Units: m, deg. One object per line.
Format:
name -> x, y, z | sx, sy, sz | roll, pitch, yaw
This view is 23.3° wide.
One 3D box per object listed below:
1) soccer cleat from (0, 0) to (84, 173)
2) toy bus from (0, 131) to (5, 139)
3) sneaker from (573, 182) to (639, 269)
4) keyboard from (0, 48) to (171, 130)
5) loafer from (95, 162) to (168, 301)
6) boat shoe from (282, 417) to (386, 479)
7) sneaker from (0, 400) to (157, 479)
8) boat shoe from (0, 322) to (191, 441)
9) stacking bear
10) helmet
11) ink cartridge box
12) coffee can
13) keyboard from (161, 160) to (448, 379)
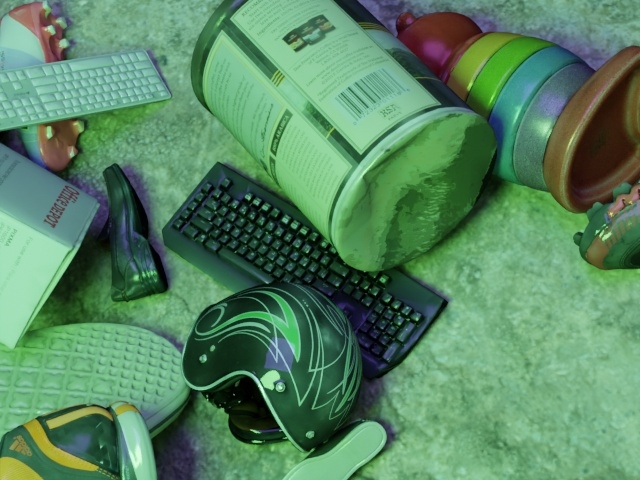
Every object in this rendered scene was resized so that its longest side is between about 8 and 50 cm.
soccer cleat -> -0.338, -0.172, 1.809 | 0.095, 0.083, 0.248 | -21, 57, 17
toy bus -> -0.479, -0.144, 1.740 | 0.211, 0.149, 0.220 | -30, 93, -1
sneaker -> 0.400, -0.013, 1.568 | 0.276, 0.098, 0.135 | -16, 56, -2
keyboard -> -0.282, -0.170, 1.737 | 0.256, 0.014, 0.072 | -16, 75, -42
loafer -> -0.219, -0.010, 1.698 | 0.061, 0.062, 0.170 | -21, 57, 2
boat shoe -> 0.008, 0.219, 1.536 | 0.125, 0.038, 0.046 | -39, 103, -7
sneaker -> -0.228, 0.315, 1.411 | 0.180, 0.124, 0.321 | -9, 80, -21
boat shoe -> -0.348, 0.239, 1.524 | 0.500, 0.156, 0.187 | -31, 56, -26
stacking bear -> 0.196, -0.158, 1.664 | 0.289, 0.175, 0.164 | 32, 62, 34
helmet -> -0.037, 0.124, 1.528 | 0.161, 0.169, 0.169 | -3, 58, 27
ink cartridge box -> -0.396, -0.042, 1.572 | 0.306, 0.226, 0.131 | 31, 102, -8
coffee can -> 0.020, -0.130, 1.611 | 0.201, 0.201, 0.275 | -35, 57, -11
keyboard -> 0.000, 0.000, 1.671 | 0.317, 0.033, 0.201 | 31, 69, 24
